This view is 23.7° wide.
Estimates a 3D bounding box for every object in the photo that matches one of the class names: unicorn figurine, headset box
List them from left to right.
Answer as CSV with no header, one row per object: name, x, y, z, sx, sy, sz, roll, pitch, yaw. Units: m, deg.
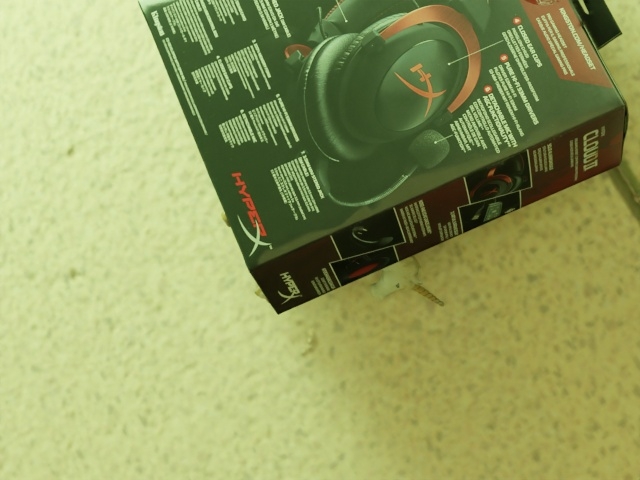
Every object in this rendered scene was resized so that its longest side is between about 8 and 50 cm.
unicorn figurine,0.000,0.000,1.088,0.111,0.060,0.162,-28,83,7
headset box,0.056,-0.113,1.033,0.293,0.110,0.218,-24,70,1
